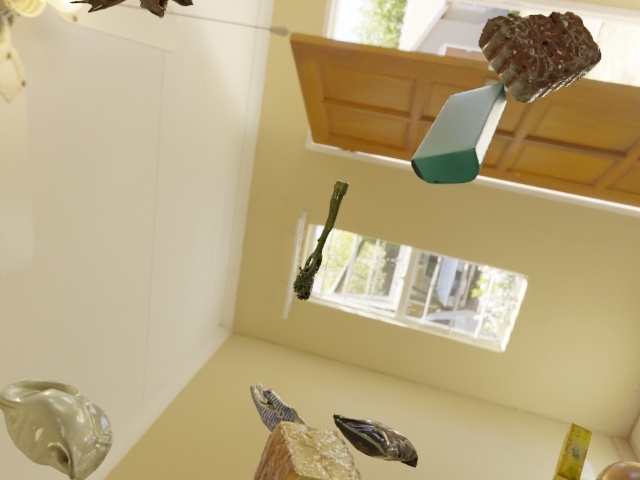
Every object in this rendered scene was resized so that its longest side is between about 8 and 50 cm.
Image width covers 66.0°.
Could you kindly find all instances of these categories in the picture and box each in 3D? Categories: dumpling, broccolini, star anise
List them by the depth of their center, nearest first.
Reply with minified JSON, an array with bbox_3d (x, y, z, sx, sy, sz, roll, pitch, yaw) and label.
[{"bbox_3d":[-0.271,-0.369,0.737,0.144,0.141,0.158,-35,31,37],"label":"star anise"},{"bbox_3d":[-0.396,0.272,0.760,0.134,0.170,0.099,-30,-40,-72],"label":"dumpling"},{"bbox_3d":[-0.007,-0.001,0.993,0.071,0.058,0.254,29,105,57],"label":"broccolini"}]

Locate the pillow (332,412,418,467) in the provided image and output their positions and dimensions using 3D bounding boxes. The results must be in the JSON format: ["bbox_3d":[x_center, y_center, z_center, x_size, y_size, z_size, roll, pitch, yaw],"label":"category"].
[{"bbox_3d":[0.085,0.289,0.712,0.150,0.091,0.048,43,-121,-50],"label":"pillow"}]

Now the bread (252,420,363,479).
[{"bbox_3d":[-0.048,0.641,1.244,0.279,0.207,0.278,-135,62,-74],"label":"bread"}]

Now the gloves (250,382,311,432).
[{"bbox_3d":[-0.127,0.516,1.470,0.097,0.229,0.119,-30,-20,-53],"label":"gloves"}]

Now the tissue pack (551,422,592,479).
[{"bbox_3d":[0.718,0.627,1.414,0.176,0.062,0.095,-50,-34,-36],"label":"tissue pack"}]

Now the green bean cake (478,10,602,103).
[{"bbox_3d":[0.509,-0.437,1.132,0.097,0.233,0.198,117,130,-73],"label":"green bean cake"}]

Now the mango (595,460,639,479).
[{"bbox_3d":[0.560,0.491,0.835,0.120,0.152,0.221,62,-167,-48],"label":"mango"}]

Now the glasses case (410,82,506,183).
[{"bbox_3d":[0.274,-0.206,0.941,0.301,0.117,0.070,-55,-50,-43],"label":"glasses case"}]
